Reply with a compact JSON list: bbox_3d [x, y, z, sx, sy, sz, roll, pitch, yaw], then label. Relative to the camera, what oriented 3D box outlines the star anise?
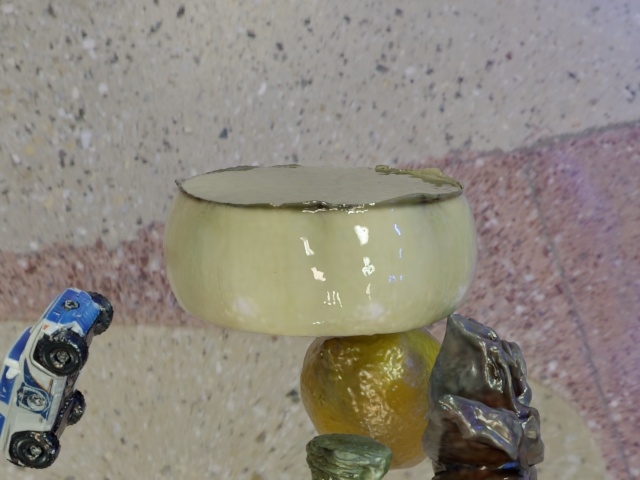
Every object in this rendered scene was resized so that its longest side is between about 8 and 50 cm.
[{"bbox_3d":[0.169,0.228,1.146,0.117,0.331,0.332,-9,74,16],"label":"star anise"}]

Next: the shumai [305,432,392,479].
[{"bbox_3d":[0.024,0.227,1.077,0.083,0.082,0.080,4,99,11],"label":"shumai"}]

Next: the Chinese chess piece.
[{"bbox_3d":[0.000,0.000,1.237,0.338,0.338,0.141,-1,100,-8],"label":"Chinese chess piece"}]

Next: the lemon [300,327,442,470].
[{"bbox_3d":[0.072,0.184,1.411,0.188,0.257,0.188,-18,48,21],"label":"lemon"}]

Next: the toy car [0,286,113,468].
[{"bbox_3d":[-0.231,0.119,0.963,0.070,0.171,0.080,22,28,-1],"label":"toy car"}]
